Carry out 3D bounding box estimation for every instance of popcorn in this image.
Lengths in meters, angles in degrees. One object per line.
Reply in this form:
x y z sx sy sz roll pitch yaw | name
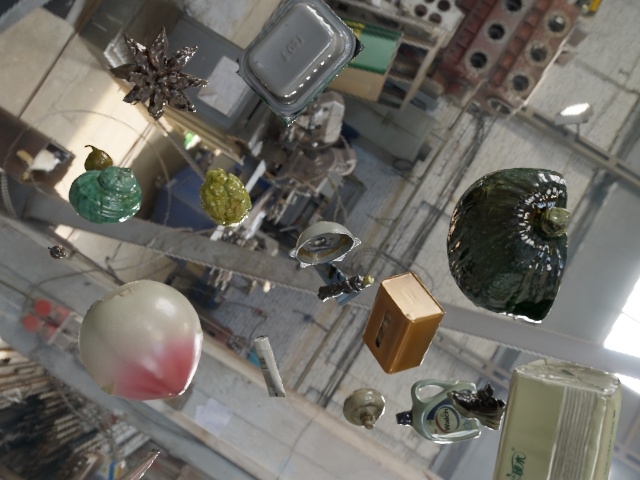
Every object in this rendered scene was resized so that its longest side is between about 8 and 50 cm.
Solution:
-0.380 -0.163 2.293 0.181 0.235 0.217 -36 177 -9 | popcorn

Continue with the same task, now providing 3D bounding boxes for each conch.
-0.534 -0.122 1.460 0.196 0.202 0.134 -80 151 -43 | conch

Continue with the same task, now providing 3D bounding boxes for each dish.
0.000 0.000 1.983 0.228 0.236 0.086 -48 -133 43 | dish

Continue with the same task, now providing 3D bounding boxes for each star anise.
-0.538 -0.545 1.936 0.331 0.332 0.117 -59 -157 25 | star anise

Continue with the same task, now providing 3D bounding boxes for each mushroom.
0.086 0.327 1.109 0.085 0.085 0.079 -59 -151 26 | mushroom

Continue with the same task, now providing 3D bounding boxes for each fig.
-0.701 -0.256 1.834 0.082 0.084 0.098 -33 117 -62 | fig

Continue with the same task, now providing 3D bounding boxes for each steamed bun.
-0.418 0.268 1.425 0.309 0.309 0.309 -58 178 -3 | steamed bun

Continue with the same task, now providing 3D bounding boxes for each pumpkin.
0.356 -0.001 1.155 0.263 0.197 0.293 92 5 -63 | pumpkin

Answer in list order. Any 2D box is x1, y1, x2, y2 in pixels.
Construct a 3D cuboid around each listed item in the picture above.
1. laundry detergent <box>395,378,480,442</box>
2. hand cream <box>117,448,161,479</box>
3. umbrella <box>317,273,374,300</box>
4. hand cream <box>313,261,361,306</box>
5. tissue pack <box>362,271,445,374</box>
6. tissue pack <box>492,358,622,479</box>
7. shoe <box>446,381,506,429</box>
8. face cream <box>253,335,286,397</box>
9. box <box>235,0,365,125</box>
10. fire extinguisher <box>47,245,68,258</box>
0.400 0.589 2.019 0.105 0.281 0.214 92 -4 -74 | laundry detergent
-0.440 0.547 1.299 0.209 0.043 0.067 -46 -171 -35 | hand cream
0.053 0.101 1.263 0.144 0.037 0.040 -21 180 38 | umbrella
0.035 0.115 2.067 0.091 0.271 0.058 -33 144 -8 | hand cream
0.259 0.273 1.890 0.145 0.194 0.274 -14 136 -28 | tissue pack
0.488 0.453 1.215 0.297 0.207 0.380 11 90 -59 | tissue pack
0.393 0.391 1.426 0.099 0.169 0.071 -58 -165 14 | shoe
-0.198 0.488 2.239 0.092 0.243 0.058 -12 -174 41 | face cream
-0.078 -0.549 1.713 0.337 0.264 0.106 -44 180 13 | box
-0.836 0.038 1.856 0.043 0.064 0.158 -59 -161 -11 | fire extinguisher
